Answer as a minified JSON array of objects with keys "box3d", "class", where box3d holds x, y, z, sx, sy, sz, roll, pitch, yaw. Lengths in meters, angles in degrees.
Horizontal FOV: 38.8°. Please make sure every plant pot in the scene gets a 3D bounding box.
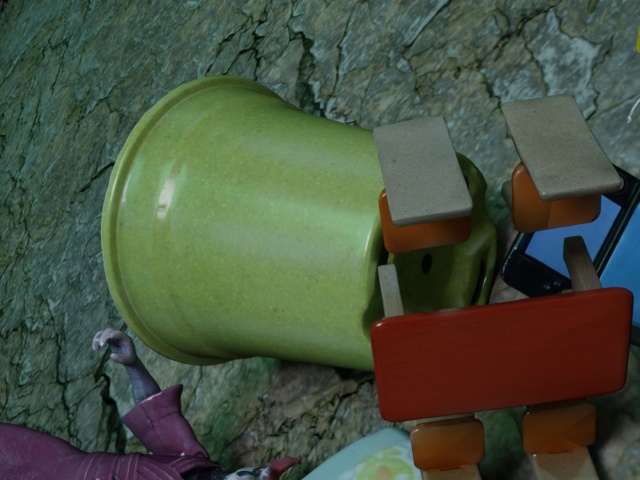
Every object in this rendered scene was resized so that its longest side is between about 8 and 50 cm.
[{"box3d":[0.000,0.000,0.782,0.253,0.276,0.276,10,72,41],"class":"plant pot"}]

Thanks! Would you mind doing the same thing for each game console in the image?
[{"box3d":[0.211,0.000,0.666,0.122,0.107,0.071,-61,7,-6],"class":"game console"}]

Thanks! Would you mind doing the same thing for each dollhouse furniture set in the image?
[{"box3d":[0.159,0.060,0.534,0.259,0.262,0.135,-9,36,2],"class":"dollhouse furniture set"}]

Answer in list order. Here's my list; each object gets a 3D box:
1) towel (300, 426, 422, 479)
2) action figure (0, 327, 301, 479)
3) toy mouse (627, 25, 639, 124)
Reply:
[{"box3d":[0.009,0.316,0.565,0.374,0.090,0.320,-38,36,-14],"class":"towel"},{"box3d":[-0.193,0.248,0.790,0.248,0.370,0.276,-92,4,-53],"class":"action figure"},{"box3d":[0.305,-0.148,0.694,0.161,0.031,0.143,-58,35,-1],"class":"toy mouse"}]
